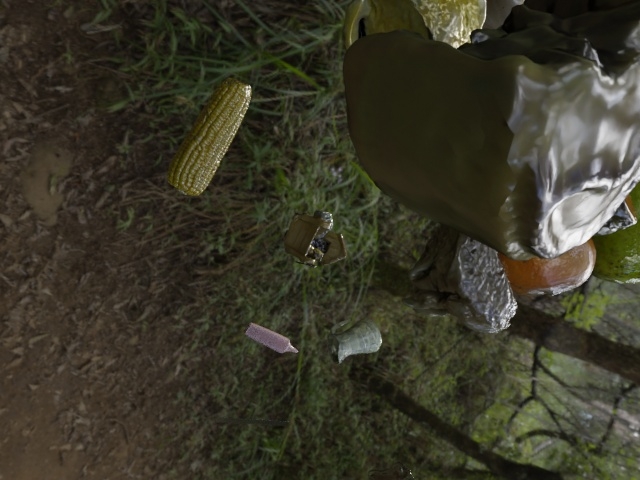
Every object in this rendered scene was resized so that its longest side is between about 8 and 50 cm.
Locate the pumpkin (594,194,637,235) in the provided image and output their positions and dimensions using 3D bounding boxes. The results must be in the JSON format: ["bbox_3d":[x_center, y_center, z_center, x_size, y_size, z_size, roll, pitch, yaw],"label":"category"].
[{"bbox_3d":[0.475,-0.100,0.975,0.126,0.131,0.248,43,43,-30],"label":"pumpkin"}]

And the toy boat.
[{"bbox_3d":[0.000,0.000,1.416,0.445,0.162,0.136,25,88,-89],"label":"toy boat"}]

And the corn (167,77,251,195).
[{"bbox_3d":[-0.202,-0.189,0.981,0.231,0.080,0.080,-61,160,6],"label":"corn"}]

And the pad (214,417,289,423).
[{"bbox_3d":[-0.150,0.391,1.165,0.112,0.157,0.003,113,-19,-65],"label":"pad"}]

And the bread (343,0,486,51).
[{"bbox_3d":[0.146,-0.332,0.840,0.170,0.197,0.197,-30,134,-44],"label":"bread"}]

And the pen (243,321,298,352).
[{"bbox_3d":[-0.152,0.319,1.731,0.053,0.197,0.032,-58,-157,1],"label":"pen"}]

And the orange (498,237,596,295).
[{"bbox_3d":[0.514,0.045,1.251,0.224,0.224,0.170,47,34,-66],"label":"orange"}]

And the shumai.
[{"bbox_3d":[0.221,0.062,0.935,0.218,0.185,0.184,56,23,-35],"label":"shumai"}]

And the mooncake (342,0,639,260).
[{"bbox_3d":[0.249,-0.179,0.589,0.393,0.246,0.394,18,102,-49],"label":"mooncake"}]

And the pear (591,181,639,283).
[{"bbox_3d":[0.807,-0.032,1.385,0.318,0.342,0.238,-43,179,6],"label":"pear"}]

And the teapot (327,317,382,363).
[{"bbox_3d":[0.046,0.157,0.852,0.083,0.067,0.057,-16,147,-33],"label":"teapot"}]

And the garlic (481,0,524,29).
[{"bbox_3d":[0.338,-0.570,1.172,0.325,0.132,0.279,43,22,-51],"label":"garlic"}]

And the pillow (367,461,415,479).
[{"bbox_3d":[0.148,0.488,1.023,0.033,0.130,0.217,-18,161,-23],"label":"pillow"}]
